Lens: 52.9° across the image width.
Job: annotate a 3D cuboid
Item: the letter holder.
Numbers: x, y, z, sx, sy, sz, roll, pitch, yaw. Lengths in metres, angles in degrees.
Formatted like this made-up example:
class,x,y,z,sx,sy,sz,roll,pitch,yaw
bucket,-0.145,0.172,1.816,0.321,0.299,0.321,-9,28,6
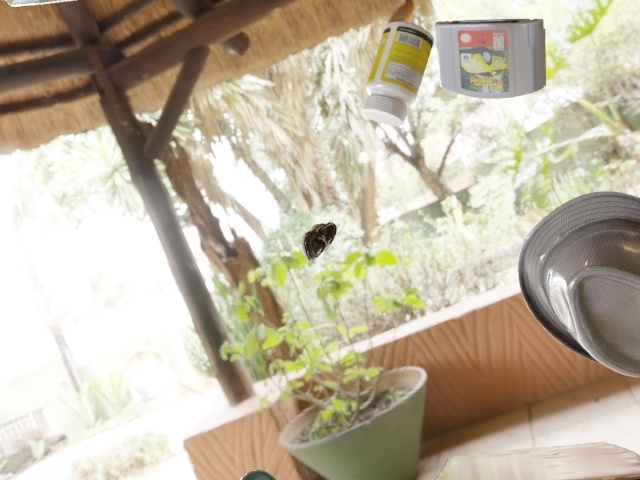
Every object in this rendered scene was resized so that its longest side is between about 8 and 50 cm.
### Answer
class,x,y,z,sx,sy,sz,roll,pitch,yaw
letter holder,0.242,0.310,0.679,0.214,0.152,0.302,-13,-15,12

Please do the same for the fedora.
class,x,y,z,sx,sy,sz,roll,pitch,yaw
fedora,0.405,0.080,0.870,0.244,0.275,0.124,-39,8,28

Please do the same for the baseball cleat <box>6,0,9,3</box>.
class,x,y,z,sx,sy,sz,roll,pitch,yaw
baseball cleat,-0.511,-0.502,1.195,0.109,0.072,0.206,-3,46,11

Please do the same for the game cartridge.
class,x,y,z,sx,sy,sz,roll,pitch,yaw
game cartridge,0.428,-0.461,1.642,0.294,0.196,0.060,15,41,41

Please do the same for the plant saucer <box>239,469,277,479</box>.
class,x,y,z,sx,sy,sz,roll,pitch,yaw
plant saucer,-0.076,0.322,0.725,0.021,0.119,0.119,-15,1,28

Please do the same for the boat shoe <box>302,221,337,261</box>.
class,x,y,z,sx,sy,sz,roll,pitch,yaw
boat shoe,0.000,0.000,1.111,0.038,0.046,0.125,-13,15,19

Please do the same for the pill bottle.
class,x,y,z,sx,sy,sz,roll,pitch,yaw
pill bottle,0.172,-0.375,1.459,0.119,0.208,0.119,18,-3,1

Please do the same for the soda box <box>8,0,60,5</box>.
class,x,y,z,sx,sy,sz,roll,pitch,yaw
soda box,-0.423,-0.489,1.170,0.098,0.091,0.286,10,28,34
